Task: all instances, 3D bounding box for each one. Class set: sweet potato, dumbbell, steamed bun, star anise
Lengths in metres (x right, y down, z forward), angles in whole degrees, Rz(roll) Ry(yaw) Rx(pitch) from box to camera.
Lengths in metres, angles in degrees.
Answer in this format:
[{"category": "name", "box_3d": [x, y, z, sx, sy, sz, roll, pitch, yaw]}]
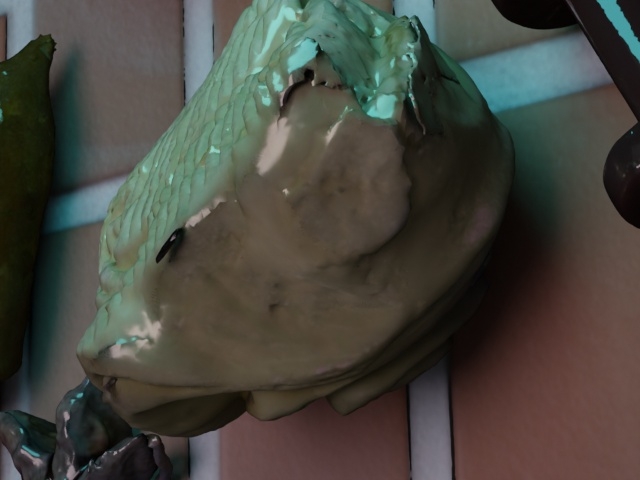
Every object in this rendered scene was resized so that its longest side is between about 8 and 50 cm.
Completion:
[{"category": "sweet potato", "box_3d": [-0.311, -0.006, 1.662, 0.158, 0.158, 0.369, 9, 87, 41]}, {"category": "dumbbell", "box_3d": [0.209, -0.127, 1.268, 0.140, 0.124, 0.225, -42, 57, 25]}, {"category": "steamed bun", "box_3d": [0.000, 0.000, 1.347, 0.346, 0.237, 0.394, -65, 15, -19]}, {"category": "star anise", "box_3d": [-0.191, 0.224, 1.551, 0.229, 0.093, 0.236, 21, 93, 41]}]
